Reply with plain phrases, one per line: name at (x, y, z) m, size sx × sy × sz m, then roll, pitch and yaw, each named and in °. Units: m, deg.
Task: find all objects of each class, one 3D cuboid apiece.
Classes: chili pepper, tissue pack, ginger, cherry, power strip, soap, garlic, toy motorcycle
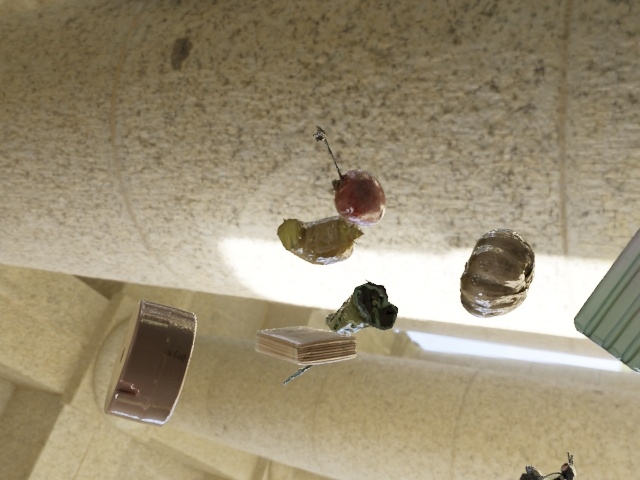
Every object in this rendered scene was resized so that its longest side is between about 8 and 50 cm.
chili pepper at (0.052, 0.127, 1.107) m, size 0.059 × 0.227 × 0.088 m, roll -31°, pitch -91°, yaw -25°
tissue pack at (-0.049, 0.283, 1.739) m, size 0.170 × 0.325 × 0.071 m, roll -1°, pitch -92°, yaw -26°
ginger at (0.000, 0.000, 1.876) m, size 0.152 × 0.267 × 0.138 m, roll 67°, pitch -157°, yaw -66°
cherry at (0.048, -0.109, 1.214) m, size 0.225 × 0.090 × 0.107 m, roll 44°, pitch -126°, yaw -30°
power strip at (-0.217, 0.155, 0.820) m, size 0.078 × 0.154 × 0.154 m, roll 18°, pitch -107°, yaw -17°
soap at (0.686, 0.114, 1.350) m, size 0.095 × 0.173 × 0.289 m, roll -4°, pitch -53°, yaw -55°
garlic at (0.421, 0.079, 1.506) m, size 0.228 × 0.152 × 0.228 m, roll -48°, pitch -28°, yaw -37°
toy motorcycle at (0.552, 0.615, 1.465) m, size 0.091 × 0.157 × 0.263 m, roll 32°, pitch -156°, yaw -30°

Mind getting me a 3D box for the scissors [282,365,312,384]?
scissors at (-0.058, 0.362, 1.761) m, size 0.014 × 0.119 × 0.058 m, roll 54°, pitch -151°, yaw 3°
